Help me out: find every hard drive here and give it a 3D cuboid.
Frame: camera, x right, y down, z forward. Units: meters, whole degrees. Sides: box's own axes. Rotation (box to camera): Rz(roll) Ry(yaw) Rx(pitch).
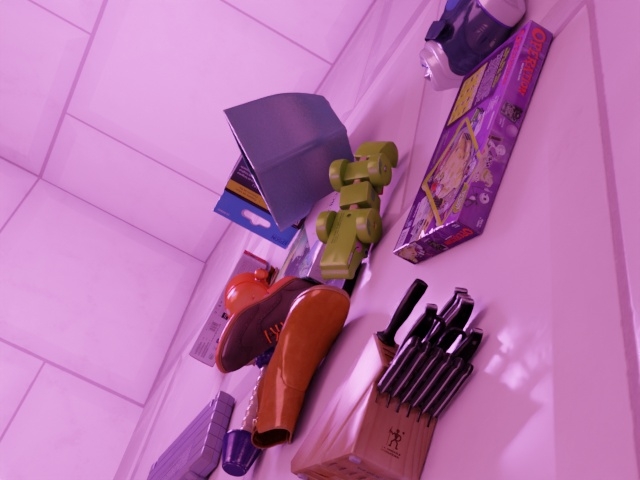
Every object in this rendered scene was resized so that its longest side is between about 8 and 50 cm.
[{"bbox_3d":[0.030,0.099,1.577,0.135,0.022,0.094,-46,19,55],"label":"hard drive"}]

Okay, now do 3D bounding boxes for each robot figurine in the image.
[{"bbox_3d":[-0.190,0.156,2.154,0.158,0.128,0.219,-30,13,0],"label":"robot figurine"}]

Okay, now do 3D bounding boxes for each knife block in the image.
[{"bbox_3d":[0.083,0.175,0.993,0.275,0.088,0.242,-44,20,58],"label":"knife block"}]

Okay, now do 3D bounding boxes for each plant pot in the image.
[{"bbox_3d":[-0.061,-0.226,2.047,0.252,0.247,0.248,-26,53,-4],"label":"plant pot"}]

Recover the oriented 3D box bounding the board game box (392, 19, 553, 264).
[{"bbox_3d":[0.226,-0.141,1.224,0.347,0.056,0.208,-66,8,-20],"label":"board game box"}]

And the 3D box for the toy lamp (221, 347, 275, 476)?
[{"bbox_3d":[-0.132,0.332,1.601,0.080,0.080,0.275,-52,16,42],"label":"toy lamp"}]

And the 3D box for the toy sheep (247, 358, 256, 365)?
[{"bbox_3d":[-0.154,0.241,1.899,0.091,0.091,0.132,-51,10,43],"label":"toy sheep"}]

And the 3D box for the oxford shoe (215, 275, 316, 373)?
[{"bbox_3d":[-0.102,0.169,1.649,0.098,0.097,0.271,11,46,44],"label":"oxford shoe"}]

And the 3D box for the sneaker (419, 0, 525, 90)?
[{"bbox_3d":[0.256,-0.409,1.504,0.236,0.130,0.323,-48,22,36],"label":"sneaker"}]

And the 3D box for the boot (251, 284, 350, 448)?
[{"bbox_3d":[-0.036,0.229,1.409,0.295,0.104,0.211,123,164,-47],"label":"boot"}]

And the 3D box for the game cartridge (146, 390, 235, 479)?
[{"bbox_3d":[-0.335,0.551,1.985,0.355,0.068,0.230,-48,20,29],"label":"game cartridge"}]

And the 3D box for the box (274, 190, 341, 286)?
[{"bbox_3d":[0.000,0.000,1.861,0.232,0.058,0.322,-64,10,-13],"label":"box"}]

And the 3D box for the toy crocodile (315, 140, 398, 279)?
[{"bbox_3d":[0.075,-0.065,1.576,0.115,0.105,0.341,-7,51,30],"label":"toy crocodile"}]

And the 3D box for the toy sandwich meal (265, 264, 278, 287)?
[{"bbox_3d":[-0.150,0.108,2.341,0.085,0.029,0.085,-58,12,19],"label":"toy sandwich meal"}]

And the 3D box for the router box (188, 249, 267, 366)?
[{"bbox_3d":[-0.274,0.194,2.474,0.335,0.082,0.301,-62,4,0],"label":"router box"}]

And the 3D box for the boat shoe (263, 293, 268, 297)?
[{"bbox_3d":[-0.114,0.163,1.921,0.227,0.079,0.081,-146,80,-82],"label":"boat shoe"}]

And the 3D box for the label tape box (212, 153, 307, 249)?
[{"bbox_3d":[-0.119,-0.186,2.340,0.348,0.249,0.115,-59,12,12],"label":"label tape box"}]
